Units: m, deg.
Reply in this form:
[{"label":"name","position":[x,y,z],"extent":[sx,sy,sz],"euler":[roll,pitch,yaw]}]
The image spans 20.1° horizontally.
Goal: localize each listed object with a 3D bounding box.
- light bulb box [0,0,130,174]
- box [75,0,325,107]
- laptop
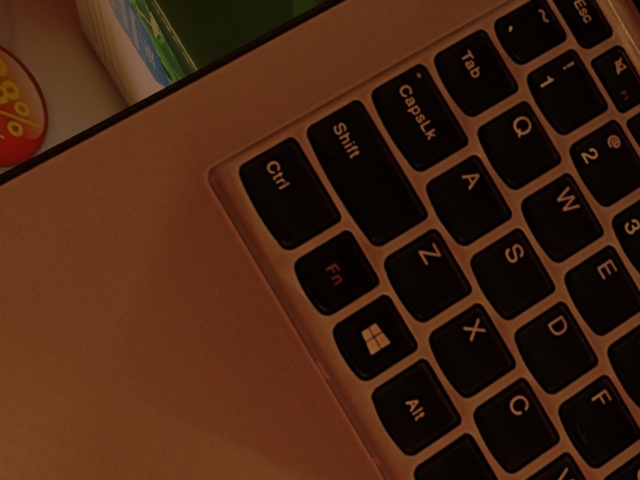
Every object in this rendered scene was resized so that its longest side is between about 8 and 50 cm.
[{"label":"light bulb box","position":[-0.308,-0.099,0.806],"extent":[0.225,0.361,0.358],"euler":[-35,81,43]},{"label":"box","position":[0.000,0.000,0.686],"extent":[0.322,0.058,0.232],"euler":[57,171,9]},{"label":"laptop","position":[0.163,0.061,0.416],"extent":[0.382,0.408,0.236],"euler":[59,157,0]}]
